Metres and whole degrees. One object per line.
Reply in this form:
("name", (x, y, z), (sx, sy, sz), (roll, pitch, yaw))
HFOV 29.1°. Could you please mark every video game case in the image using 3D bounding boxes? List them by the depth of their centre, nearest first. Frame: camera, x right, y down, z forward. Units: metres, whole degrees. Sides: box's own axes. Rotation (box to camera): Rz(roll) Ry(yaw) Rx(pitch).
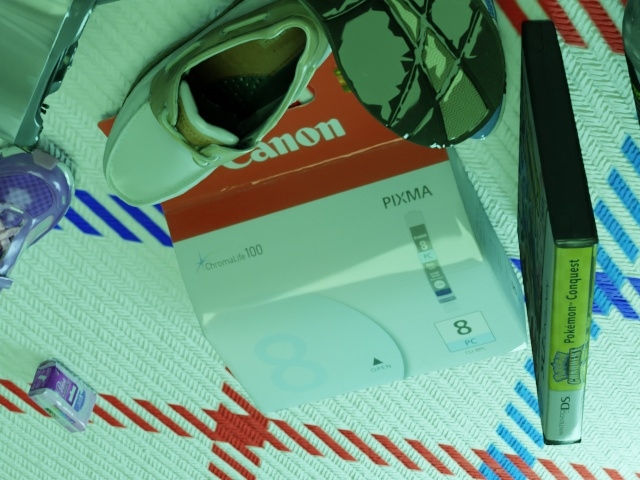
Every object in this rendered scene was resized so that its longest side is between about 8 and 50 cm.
("video game case", (0.196, -0.007, 1.059), (0.035, 0.274, 0.248), (-3, 134, 5))

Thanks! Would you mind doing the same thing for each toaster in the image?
("toaster", (-0.255, -0.177, 0.954), (0.146, 0.129, 0.227), (24, 136, -13))

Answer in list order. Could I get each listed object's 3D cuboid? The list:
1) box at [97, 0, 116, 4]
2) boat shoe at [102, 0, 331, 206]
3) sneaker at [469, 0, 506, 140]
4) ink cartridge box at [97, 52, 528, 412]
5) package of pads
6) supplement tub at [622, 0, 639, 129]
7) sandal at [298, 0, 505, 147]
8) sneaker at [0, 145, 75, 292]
("box", (-0.220, -0.272, 0.984), (0.233, 0.059, 0.183), (-9, 134, 15))
("boat shoe", (-0.099, -0.122, 1.074), (0.113, 0.103, 0.302), (38, 123, -14))
("sneaker", (0.115, -0.162, 1.048), (0.080, 0.081, 0.211), (-9, 133, 13))
("ink cartridge box", (0.000, 0.000, 1.216), (0.308, 0.091, 0.385), (-16, 132, 19))
("package of pads", (-0.302, 0.184, 1.451), (0.032, 0.050, 0.083), (-17, 131, 28))
("supplement tub", (0.353, -0.117, 0.995), (0.194, 0.193, 0.316), (-11, 134, 15))
("sandal", (0.033, -0.203, 0.943), (0.120, 0.086, 0.303), (-37, 103, 21))
("sneaker", (-0.328, 0.003, 1.237), (0.095, 0.104, 0.236), (31, 128, -22))
